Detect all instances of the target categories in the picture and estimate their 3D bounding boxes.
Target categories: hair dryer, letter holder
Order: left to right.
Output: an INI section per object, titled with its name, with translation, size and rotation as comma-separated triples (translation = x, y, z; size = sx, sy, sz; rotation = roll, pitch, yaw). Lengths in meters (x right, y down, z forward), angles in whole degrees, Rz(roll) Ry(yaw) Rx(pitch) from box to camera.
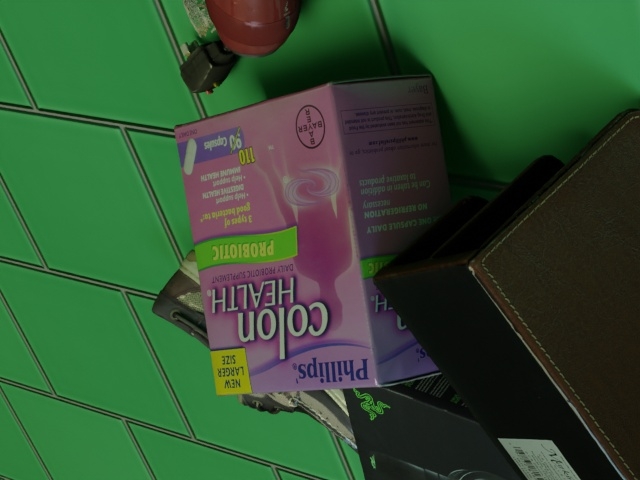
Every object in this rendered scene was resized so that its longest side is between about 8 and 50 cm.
[hair dryer]
translation = -0.111, -0.239, 1.323
size = 0.223, 0.080, 0.293
rotation = 48, 145, -9
[letter holder]
translation = 0.230, 0.076, 1.242
size = 0.302, 0.214, 0.152
rotation = 53, 157, -11

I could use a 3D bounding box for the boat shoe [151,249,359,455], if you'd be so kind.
[boat shoe]
translation = -0.050, 0.131, 1.641
size = 0.285, 0.092, 0.103
rotation = 42, -179, 5

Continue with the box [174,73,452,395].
[box]
translation = 0.000, 0.000, 1.353
size = 0.213, 0.117, 0.243
rotation = -9, 91, 49

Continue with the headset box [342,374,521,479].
[headset box]
translation = 0.168, 0.198, 1.493
size = 0.283, 0.131, 0.246
rotation = 18, 139, 31
